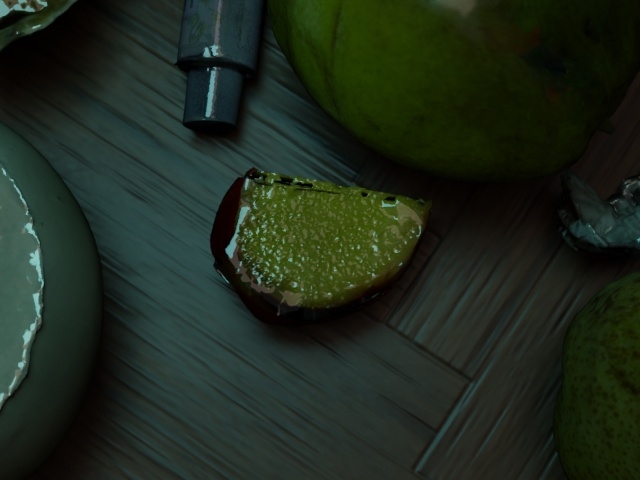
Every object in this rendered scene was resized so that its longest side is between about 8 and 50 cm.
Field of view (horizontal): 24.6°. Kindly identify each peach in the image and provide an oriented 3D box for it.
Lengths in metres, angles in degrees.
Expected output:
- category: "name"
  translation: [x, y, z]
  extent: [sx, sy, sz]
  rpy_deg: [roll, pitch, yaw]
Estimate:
- category: "peach"
  translation: [-0.002, 0.000, 1.139]
  extent: [0.172, 0.092, 0.127]
  rpy_deg: [-16, 84, -14]

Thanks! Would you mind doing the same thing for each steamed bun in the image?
- category: "steamed bun"
  translation: [-0.315, 0.050, 1.074]
  extent: [0.324, 0.206, 0.324]
  rpy_deg: [0, 79, -2]

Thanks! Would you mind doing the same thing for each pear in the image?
- category: "pear"
  translation: [0.094, -0.184, 1.092]
  extent: [0.269, 0.269, 0.321]
  rpy_deg: [-44, 78, -7]
- category: "pear"
  translation: [0.267, 0.127, 1.055]
  extent: [0.211, 0.188, 0.229]
  rpy_deg: [31, 121, 36]

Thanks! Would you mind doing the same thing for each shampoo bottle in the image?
- category: "shampoo bottle"
  translation: [-0.079, -0.194, 1.190]
  extent: [0.072, 0.072, 0.214]
  rpy_deg: [5, 79, 2]

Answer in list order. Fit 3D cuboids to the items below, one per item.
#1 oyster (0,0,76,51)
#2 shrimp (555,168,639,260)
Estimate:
- category: "oyster"
  translation: [-0.239, -0.313, 1.152]
  extent: [0.238, 0.114, 0.351]
  rpy_deg: [27, 100, 28]
- category: "shrimp"
  translation: [0.361, -0.120, 1.127]
  extent: [0.410, 0.166, 0.221]
  rpy_deg: [-44, 45, 11]
